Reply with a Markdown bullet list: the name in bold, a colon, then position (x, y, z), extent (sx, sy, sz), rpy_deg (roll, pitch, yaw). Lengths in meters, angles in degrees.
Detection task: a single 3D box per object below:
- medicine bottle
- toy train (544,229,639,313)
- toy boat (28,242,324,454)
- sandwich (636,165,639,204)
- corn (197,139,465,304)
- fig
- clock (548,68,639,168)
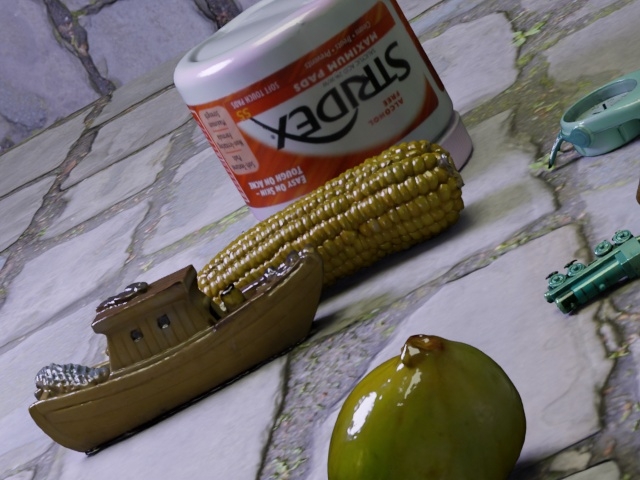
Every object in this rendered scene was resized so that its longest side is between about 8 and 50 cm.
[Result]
- **medicine bottle**: position (0.002, -0.145, 2.137), extent (0.252, 0.241, 0.252), rpy_deg (-29, 16, 9)
- **toy train**: position (0.222, 0.028, 1.576), extent (0.092, 0.029, 0.045), rpy_deg (-33, 31, 5)
- **toy boat**: position (-0.140, 0.089, 1.889), extent (0.321, 0.121, 0.089), rpy_deg (-28, 10, 11)
- **sandwich**: position (0.340, -0.091, 1.609), extent (0.090, 0.088, 0.244), rpy_deg (-36, 15, -32)
- **corn**: position (0.000, -0.003, 1.951), extent (0.313, 0.102, 0.102), rpy_deg (-26, 16, 12)
- **fig**: position (0.072, 0.137, 1.347), extent (0.153, 0.120, 0.136), rpy_deg (-51, 15, 18)
- **clock**: position (0.276, -0.118, 1.910), extent (0.135, 0.041, 0.101), rpy_deg (-24, 17, 26)
